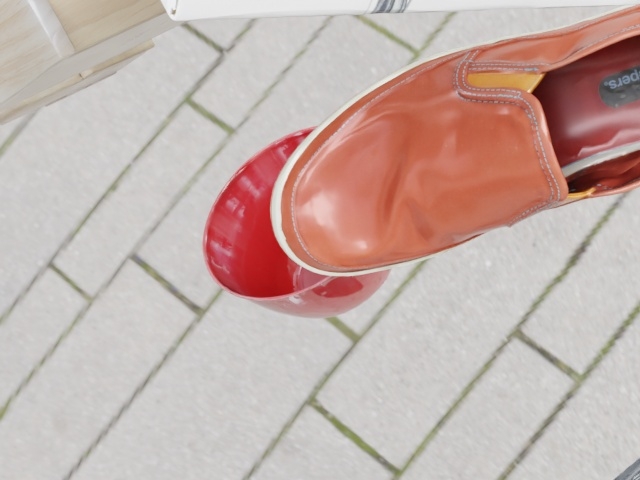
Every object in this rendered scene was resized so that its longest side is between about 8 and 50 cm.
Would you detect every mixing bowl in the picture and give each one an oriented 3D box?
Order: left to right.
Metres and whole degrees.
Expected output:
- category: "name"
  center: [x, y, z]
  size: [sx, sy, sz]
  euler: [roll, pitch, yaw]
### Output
- category: "mixing bowl"
  center: [0.000, 0.000, 1.107]
  size: [0.181, 0.098, 0.181]
  euler: [-18, 47, 21]

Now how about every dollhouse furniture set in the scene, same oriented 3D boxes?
- category: "dollhouse furniture set"
  center: [-0.214, -0.247, 0.814]
  size: [0.286, 0.198, 0.303]
  euler: [-20, 101, 51]

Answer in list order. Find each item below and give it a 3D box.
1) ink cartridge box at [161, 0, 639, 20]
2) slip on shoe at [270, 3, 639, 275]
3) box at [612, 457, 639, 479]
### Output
- category: "ink cartridge box"
  center: [0.023, -0.188, 0.568]
  size: [0.237, 0.100, 0.172]
  euler: [-7, 46, -25]
- category: "slip on shoe"
  center: [0.118, -0.062, 0.771]
  size: [0.331, 0.101, 0.123]
  euler: [-19, 103, 14]
- category: "box"
  center: [0.312, 0.228, 0.994]
  size: [0.322, 0.257, 0.079]
  euler: [-44, 51, 13]
